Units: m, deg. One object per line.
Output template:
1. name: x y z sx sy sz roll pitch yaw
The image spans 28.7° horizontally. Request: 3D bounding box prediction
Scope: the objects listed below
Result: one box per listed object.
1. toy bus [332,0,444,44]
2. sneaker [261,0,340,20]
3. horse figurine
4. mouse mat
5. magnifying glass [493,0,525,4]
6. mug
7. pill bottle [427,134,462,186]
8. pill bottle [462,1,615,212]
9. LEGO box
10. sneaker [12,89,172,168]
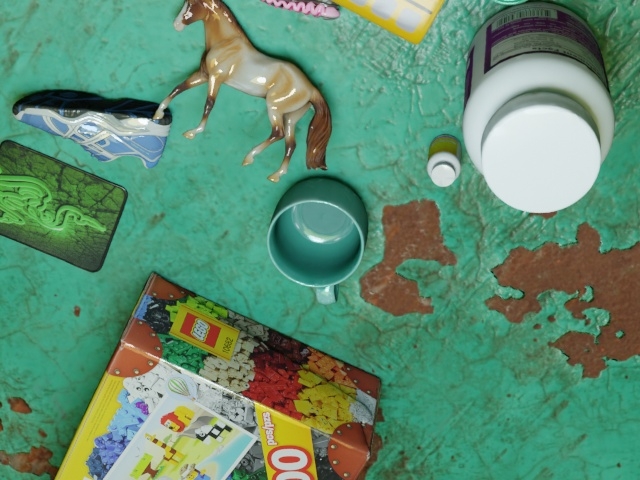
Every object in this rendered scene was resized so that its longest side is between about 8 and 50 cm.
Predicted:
1. toy bus: -0.001 -0.368 1.459 0.333 0.108 0.130 27 114 -7
2. sneaker: -0.029 -0.310 1.543 0.119 0.047 0.057 13 97 0
3. horse figurine: -0.088 -0.185 1.584 0.263 0.066 0.174 28 92 1
4. mouse mat: -0.376 -0.045 1.751 0.190 0.007 0.152 23 119 -3
5. magnifying glass: 0.200 -0.381 1.461 0.092 0.026 0.231 -11 121 22
6. mug: -0.006 -0.007 1.666 0.129 0.097 0.157 25 120 -6
7. pill bottle: 0.158 -0.100 1.599 0.043 0.083 0.043 3 118 6
8. pill bottle: 0.248 -0.152 1.433 0.169 0.301 0.169 4 119 6
9. LEGO box: -0.188 0.352 1.832 0.373 0.193 0.500 25 119 -6
10. sneaker: -0.303 -0.145 1.644 0.211 0.080 0.081 11 117 3
